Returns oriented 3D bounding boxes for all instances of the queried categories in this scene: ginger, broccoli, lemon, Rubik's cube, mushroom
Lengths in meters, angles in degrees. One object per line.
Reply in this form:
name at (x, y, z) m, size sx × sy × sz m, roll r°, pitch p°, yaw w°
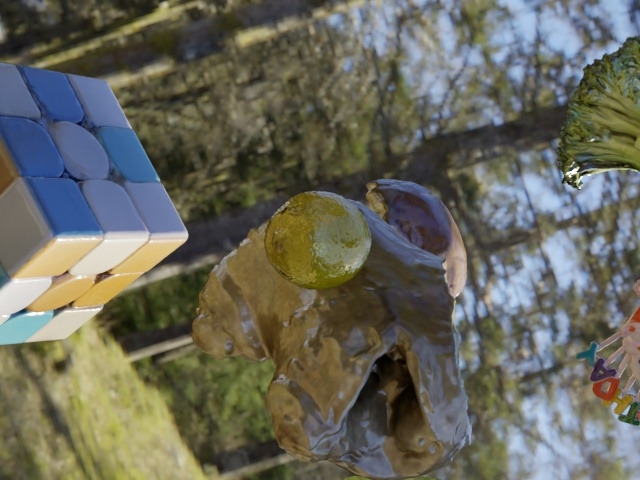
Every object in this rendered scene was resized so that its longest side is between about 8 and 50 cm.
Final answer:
ginger at (0.007, 0.073, 0.901) m, size 0.275 × 0.221 × 0.130 m, roll -77°, pitch 171°, yaw -57°
broccoli at (0.484, -0.125, 1.514) m, size 0.361 × 0.252 × 0.221 m, roll 36°, pitch 2°, yaw 43°
lemon at (0.000, 0.000, 0.734) m, size 0.083 × 0.062 × 0.062 m, roll -1°, pitch 68°, yaw -52°
Rubik's cube at (-0.493, -0.053, 1.927) m, size 0.346 × 0.344 × 0.347 m, roll 59°, pitch 24°, yaw 15°
mushroom at (0.084, 0.005, 1.903) m, size 0.233 × 0.302 × 0.207 m, roll 12°, pitch 79°, yaw -70°

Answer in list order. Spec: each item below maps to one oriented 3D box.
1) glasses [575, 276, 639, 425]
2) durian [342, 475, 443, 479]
glasses at (0.409, 0.135, 1.301) m, size 0.095 × 0.256 × 0.162 m, roll -65°, pitch 169°, yaw -83°
durian at (0.138, 0.272, 0.957) m, size 0.157 × 0.356 × 0.169 m, roll 20°, pitch 65°, yaw -61°
